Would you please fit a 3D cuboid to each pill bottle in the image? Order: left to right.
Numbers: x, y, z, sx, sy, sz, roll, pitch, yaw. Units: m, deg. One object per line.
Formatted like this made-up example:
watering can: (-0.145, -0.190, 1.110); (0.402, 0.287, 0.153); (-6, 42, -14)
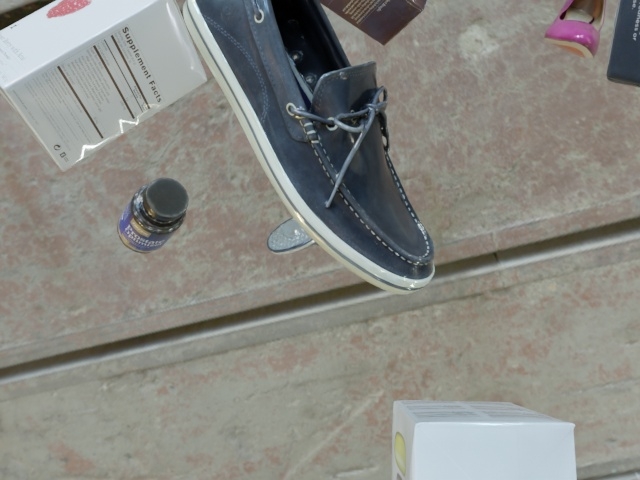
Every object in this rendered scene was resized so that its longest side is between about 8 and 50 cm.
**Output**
pill bottle: (-0.378, -0.058, 1.373); (0.123, 0.122, 0.219); (34, 148, -15)

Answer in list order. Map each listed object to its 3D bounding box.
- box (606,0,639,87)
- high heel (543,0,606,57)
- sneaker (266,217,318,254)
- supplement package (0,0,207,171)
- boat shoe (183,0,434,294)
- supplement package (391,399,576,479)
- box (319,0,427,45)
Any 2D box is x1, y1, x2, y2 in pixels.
box: (0.505, -0.212, 0.491); (0.294, 0.395, 0.212); (-9, 116, -18)
high heel: (0.630, -0.546, 1.449); (0.127, 0.377, 0.181); (25, 116, 2)
sneaker: (0.001, 0.001, 1.379); (0.226, 0.086, 0.163); (-25, 146, -1)
supplement package: (-0.374, -0.290, 1.000); (0.293, 0.177, 0.175); (-39, 143, -17)
boat shoe: (0.012, -0.155, 0.776); (0.156, 0.187, 0.500); (-32, 89, 33)
supplement package: (0.156, 0.272, 0.623); (0.149, 0.203, 0.194); (1, 80, 1)
box: (0.124, -0.575, 1.318); (0.203, 0.167, 0.168); (28, 160, -19)
